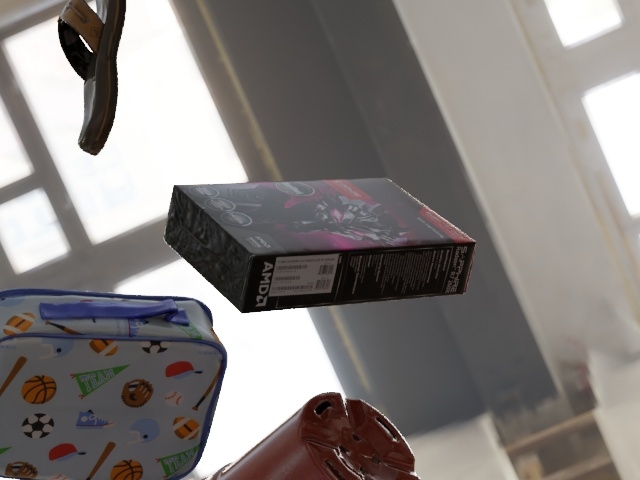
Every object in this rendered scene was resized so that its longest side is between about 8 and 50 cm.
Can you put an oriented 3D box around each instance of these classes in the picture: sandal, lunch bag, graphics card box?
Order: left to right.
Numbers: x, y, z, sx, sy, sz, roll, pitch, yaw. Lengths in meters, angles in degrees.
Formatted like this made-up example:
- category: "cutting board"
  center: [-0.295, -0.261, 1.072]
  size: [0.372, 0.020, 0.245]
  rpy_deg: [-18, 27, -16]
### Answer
- category: "sandal"
  center: [-0.219, -0.184, 1.432]
  size: [0.060, 0.219, 0.090]
  rpy_deg: [8, 163, -15]
- category: "lunch bag"
  center: [-0.257, 0.163, 1.762]
  size: [0.303, 0.243, 0.115]
  rpy_deg: [2, -149, -21]
- category: "graphics card box"
  center: [0.000, 0.000, 2.091]
  size: [0.371, 0.094, 0.233]
  rpy_deg: [-4, -152, -33]

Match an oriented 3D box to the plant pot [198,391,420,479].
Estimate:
- category: "plant pot"
  center: [-0.017, 0.365, 2.107]
  size: [0.265, 0.272, 0.272]
  rpy_deg: [-48, 172, 31]
